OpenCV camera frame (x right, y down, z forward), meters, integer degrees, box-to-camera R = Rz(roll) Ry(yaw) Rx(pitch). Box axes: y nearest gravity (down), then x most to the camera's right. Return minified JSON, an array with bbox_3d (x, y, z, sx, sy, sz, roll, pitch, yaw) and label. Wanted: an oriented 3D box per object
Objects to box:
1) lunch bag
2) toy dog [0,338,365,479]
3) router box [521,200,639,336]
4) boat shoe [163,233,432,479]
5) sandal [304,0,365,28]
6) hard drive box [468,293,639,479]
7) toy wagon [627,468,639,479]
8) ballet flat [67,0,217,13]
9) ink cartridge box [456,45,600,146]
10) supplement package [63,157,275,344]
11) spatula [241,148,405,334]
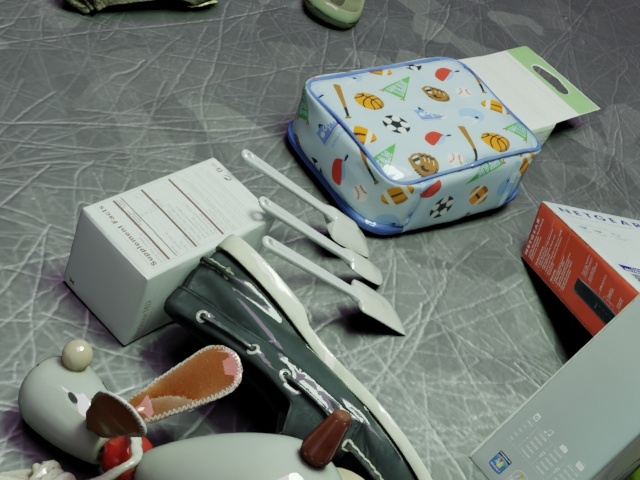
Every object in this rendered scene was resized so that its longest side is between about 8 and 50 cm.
[{"bbox_3d":[0.122,-0.135,1.341,0.303,0.115,0.243,-14,51,-36],"label":"lunch bag"},{"bbox_3d":[-0.097,0.157,0.819,0.333,0.161,0.220,20,16,3],"label":"toy dog"},{"bbox_3d":[0.450,0.073,1.224,0.335,0.082,0.301,10,22,-18],"label":"router box"},{"bbox_3d":[-0.021,0.154,0.950,0.113,0.127,0.340,-36,83,-17],"label":"boat shoe"},{"bbox_3d":[0.040,-0.447,1.657,0.120,0.086,0.303,14,41,-12],"label":"sandal"},{"bbox_3d":[0.272,0.157,0.956,0.089,0.232,0.181,49,13,27],"label":"hard drive box"},{"bbox_3d":[0.448,0.232,1.038,0.267,0.068,0.344,-3,17,10],"label":"toy wagon"},{"bbox_3d":[-0.242,-0.342,1.432,0.250,0.058,0.084,-8,14,-40],"label":"ballet flat"},{"bbox_3d":[0.286,-0.211,1.549,0.235,0.056,0.171,-17,55,-42],"label":"ink cartridge box"},{"bbox_3d":[-0.152,0.007,1.049,0.105,0.105,0.179,44,44,19],"label":"supplement package"},{"bbox_3d":[0.000,0.000,1.114,0.242,0.019,0.168,32,33,-45],"label":"spatula"}]
